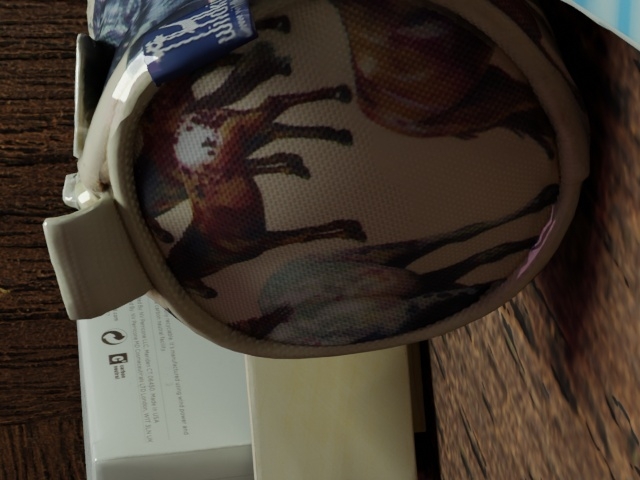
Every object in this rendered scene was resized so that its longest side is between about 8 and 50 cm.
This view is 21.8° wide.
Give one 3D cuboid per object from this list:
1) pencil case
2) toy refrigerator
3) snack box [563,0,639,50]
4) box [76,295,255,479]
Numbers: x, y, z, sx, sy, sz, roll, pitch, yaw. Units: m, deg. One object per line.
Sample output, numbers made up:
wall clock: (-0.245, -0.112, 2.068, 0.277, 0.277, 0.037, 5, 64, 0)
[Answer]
pencil case: (-0.030, -0.135, 0.692, 0.410, 0.183, 0.160, -104, 12, -50)
toy refrigerator: (0.000, 0.000, 0.896, 0.102, 0.094, 0.270, -156, 61, -86)
snack box: (0.049, -0.214, 0.363, 0.187, 0.060, 0.322, -116, 13, -68)
box: (-0.059, 0.114, 1.052, 0.181, 0.181, 0.119, -108, 15, -54)
